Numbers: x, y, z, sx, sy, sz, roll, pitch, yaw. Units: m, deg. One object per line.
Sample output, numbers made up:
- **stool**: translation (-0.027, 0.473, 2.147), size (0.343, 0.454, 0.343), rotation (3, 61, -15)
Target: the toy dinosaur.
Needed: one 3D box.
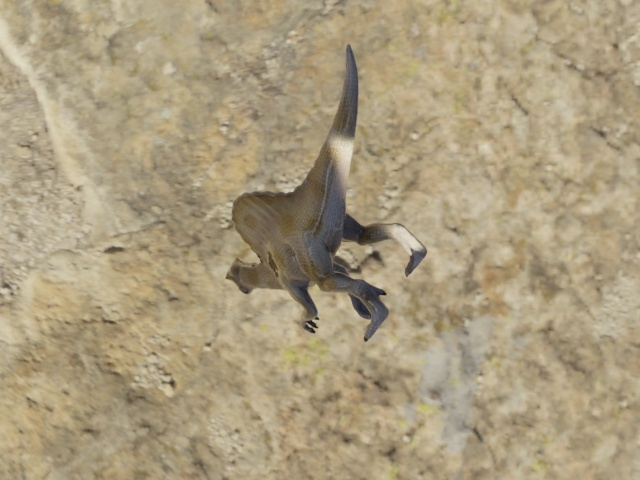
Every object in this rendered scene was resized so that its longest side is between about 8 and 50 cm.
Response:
- **toy dinosaur**: translation (0.000, 0.000, 0.479), size (0.092, 0.183, 0.053), rotation (34, 51, 0)
